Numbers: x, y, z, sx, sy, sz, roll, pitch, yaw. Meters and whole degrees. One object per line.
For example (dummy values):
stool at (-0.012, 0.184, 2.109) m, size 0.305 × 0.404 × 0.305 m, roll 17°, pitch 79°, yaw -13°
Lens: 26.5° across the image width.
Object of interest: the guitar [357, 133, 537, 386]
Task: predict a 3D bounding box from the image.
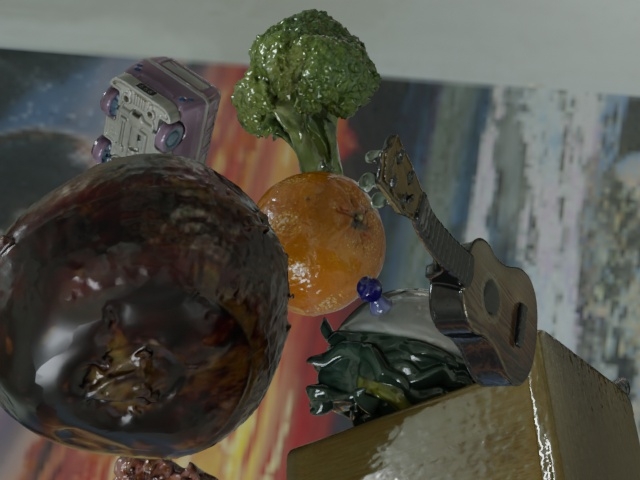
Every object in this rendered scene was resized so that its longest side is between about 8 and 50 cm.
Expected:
guitar at (0.080, 0.014, 0.872) m, size 0.271 × 0.038 × 0.083 m, roll 46°, pitch -135°, yaw -51°

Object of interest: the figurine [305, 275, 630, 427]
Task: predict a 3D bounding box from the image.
figurine at (0.144, 0.173, 1.480) m, size 0.382 × 0.261 × 0.186 m, roll 31°, pitch -128°, yaw -42°

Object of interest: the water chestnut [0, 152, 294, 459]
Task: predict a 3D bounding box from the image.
water chestnut at (-0.201, 0.056, 1.423) m, size 0.302 × 0.351 × 0.350 m, roll -126°, pitch 30°, yaw -53°

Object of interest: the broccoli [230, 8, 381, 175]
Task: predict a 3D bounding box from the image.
broccoli at (-0.047, -0.177, 1.907) m, size 0.254 × 0.186 × 0.302 m, roll 50°, pitch 130°, yaw 43°

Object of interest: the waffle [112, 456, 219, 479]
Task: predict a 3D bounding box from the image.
waffle at (-0.152, 0.331, 1.682) m, size 0.055 × 0.234 × 0.221 m, roll -62°, pitch 6°, yaw -27°

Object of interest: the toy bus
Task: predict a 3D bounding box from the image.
toy bus at (-0.243, -0.158, 2.042) m, size 0.142 × 0.142 × 0.202 m, roll -35°, pitch -28°, yaw -45°

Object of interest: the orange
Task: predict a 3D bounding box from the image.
orange at (0.000, 0.000, 1.752) m, size 0.193 × 0.161 × 0.193 m, roll 32°, pitch -131°, yaw -47°

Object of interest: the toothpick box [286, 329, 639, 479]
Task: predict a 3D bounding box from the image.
toothpick box at (0.133, 0.241, 1.286) m, size 0.187 × 0.308 × 0.190 m, roll 34°, pitch -138°, yaw -43°
